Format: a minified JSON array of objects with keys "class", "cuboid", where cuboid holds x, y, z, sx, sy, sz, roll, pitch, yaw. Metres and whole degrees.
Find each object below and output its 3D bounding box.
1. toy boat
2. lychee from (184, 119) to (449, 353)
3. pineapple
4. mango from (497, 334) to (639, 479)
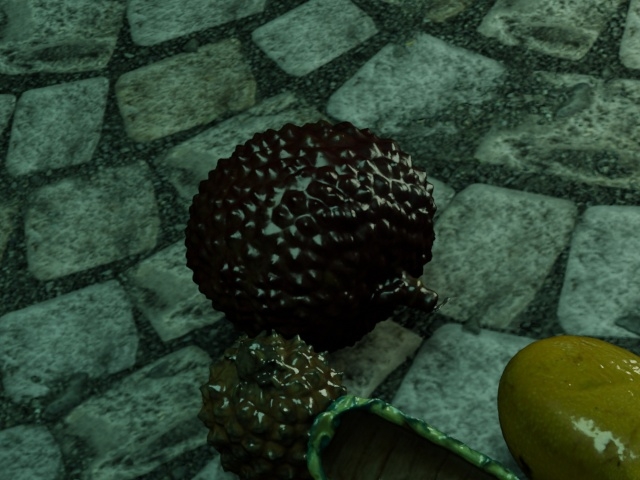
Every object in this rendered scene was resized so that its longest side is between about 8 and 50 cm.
[{"class":"toy boat","cuboid":[0.122,0.244,1.747,0.293,0.099,0.108,24,79,5]},{"class":"lychee","cuboid":[0.000,0.000,1.946,0.300,0.264,0.264,26,57,20]},{"class":"pineapple","cuboid":[-0.047,0.167,1.833,0.166,0.193,0.166,-10,50,12]},{"class":"mango","cuboid":[0.286,0.198,1.745,0.177,0.120,0.295,-25,43,-19]}]
